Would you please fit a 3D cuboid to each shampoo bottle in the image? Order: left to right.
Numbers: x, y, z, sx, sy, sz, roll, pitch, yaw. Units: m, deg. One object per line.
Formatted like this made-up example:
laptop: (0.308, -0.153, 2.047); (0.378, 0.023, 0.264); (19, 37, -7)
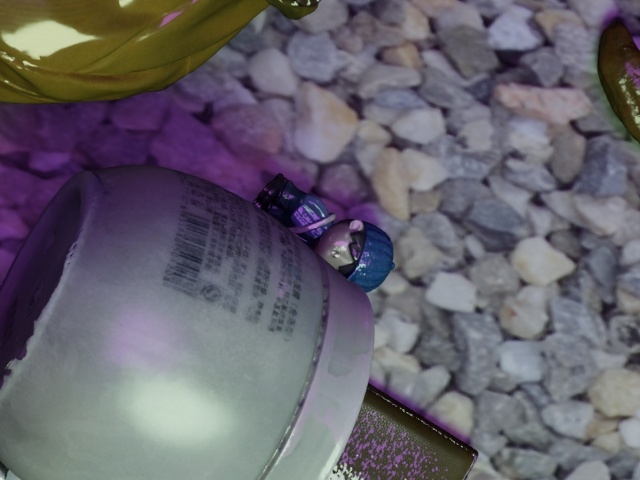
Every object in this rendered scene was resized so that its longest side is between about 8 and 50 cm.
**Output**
shampoo bottle: (-0.116, 0.091, 0.948); (0.266, 0.273, 0.273); (28, 83, -20)

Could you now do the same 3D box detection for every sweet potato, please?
sweet potato: (0.317, -0.125, 1.164); (0.053, 0.054, 0.182); (-30, 98, -3)

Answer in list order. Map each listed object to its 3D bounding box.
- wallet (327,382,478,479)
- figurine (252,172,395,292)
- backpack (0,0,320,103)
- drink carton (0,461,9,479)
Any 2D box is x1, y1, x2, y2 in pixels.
wallet: (0.039, 0.191, 1.103); (0.198, 0.031, 0.110); (32, 83, -10)
figurine: (0.004, -0.005, 1.090); (0.136, 0.077, 0.079); (46, 45, 7)
backpack: (-0.175, -0.269, 0.911); (0.353, 0.201, 0.378); (50, 63, -13)
drink carton: (-0.377, 0.148, 0.976); (0.134, 0.102, 0.222); (-40, 97, -9)
